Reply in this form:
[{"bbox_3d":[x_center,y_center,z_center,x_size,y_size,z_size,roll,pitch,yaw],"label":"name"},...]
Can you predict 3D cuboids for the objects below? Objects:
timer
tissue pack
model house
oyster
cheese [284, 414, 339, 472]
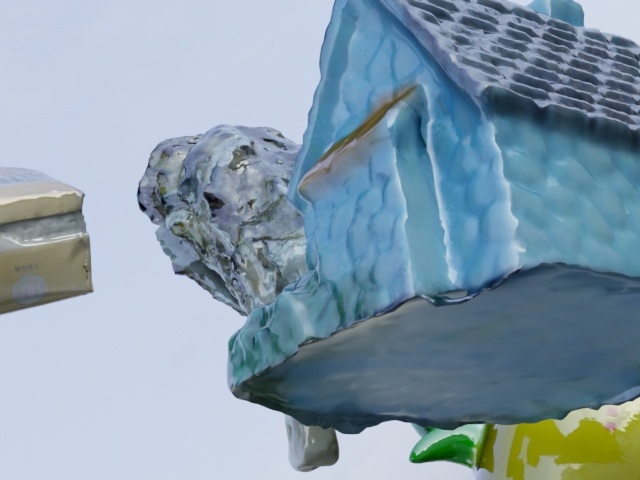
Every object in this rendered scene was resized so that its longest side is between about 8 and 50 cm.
[{"bbox_3d":[0.200,0.196,1.100,0.285,0.285,0.285,-42,-23,-23],"label":"timer"},{"bbox_3d":[-0.276,0.012,0.781,0.222,0.186,0.090,-14,-78,-32],"label":"tissue pack"},{"bbox_3d":[0.081,-0.036,0.689,0.261,0.241,0.226,10,-27,-37],"label":"model house"},{"bbox_3d":[0.001,0.004,0.915,0.162,0.351,0.158,-48,-48,-13],"label":"oyster"},{"bbox_3d":[-0.015,0.095,1.037,0.043,0.194,0.065,1,-17,-23],"label":"cheese"}]
